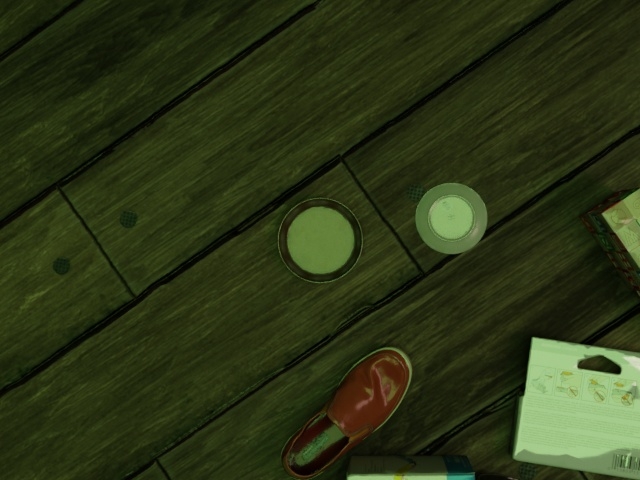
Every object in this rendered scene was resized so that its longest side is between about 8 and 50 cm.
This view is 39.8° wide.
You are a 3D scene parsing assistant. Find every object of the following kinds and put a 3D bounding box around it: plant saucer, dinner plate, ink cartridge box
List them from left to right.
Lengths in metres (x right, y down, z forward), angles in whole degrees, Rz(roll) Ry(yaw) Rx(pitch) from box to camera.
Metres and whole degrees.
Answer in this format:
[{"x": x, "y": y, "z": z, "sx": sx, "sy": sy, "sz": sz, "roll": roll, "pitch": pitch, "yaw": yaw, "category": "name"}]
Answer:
[{"x": 0.000, "y": 0.000, "z": 1.745, "sx": 0.169, "sy": 0.029, "sz": 0.168, "roll": 0, "pitch": 89, "yaw": 3, "category": "plant saucer"}, {"x": 0.167, "y": 0.501, "z": 1.654, "sx": 0.233, "sy": 0.168, "sz": 0.171, "roll": -1, "pitch": 88, "yaw": 4, "category": "ink cartridge box"}, {"x": 0.258, "y": -0.044, "z": 1.736, "sx": 0.141, "sy": 0.017, "sz": 0.141, "roll": 0, "pitch": 87, "yaw": 4, "category": "dinner plate"}, {"x": 0.516, "y": 0.319, "z": 1.690, "sx": 0.275, "sy": 0.060, "sz": 0.238, "roll": 8, "pitch": 88, "yaw": 5, "category": "ink cartridge box"}]

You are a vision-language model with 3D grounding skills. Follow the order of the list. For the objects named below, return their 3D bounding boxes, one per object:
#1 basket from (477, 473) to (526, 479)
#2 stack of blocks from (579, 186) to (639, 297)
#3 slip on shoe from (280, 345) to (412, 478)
[{"x": 0.369, "y": 0.580, "z": 1.653, "sx": 0.205, "sy": 0.154, "sz": 0.226, "roll": 13, "pitch": 94, "yaw": 10, "category": "basket"}, {"x": 0.616, "y": 0.050, "z": 1.632, "sx": 0.087, "sy": 0.171, "sz": 0.297, "roll": -34, "pitch": 88, "yaw": 3, "category": "stack of blocks"}, {"x": 0.052, "y": 0.338, "z": 1.700, "sx": 0.331, "sy": 0.101, "sz": 0.123, "roll": -44, "pitch": 85, "yaw": 1, "category": "slip on shoe"}]
